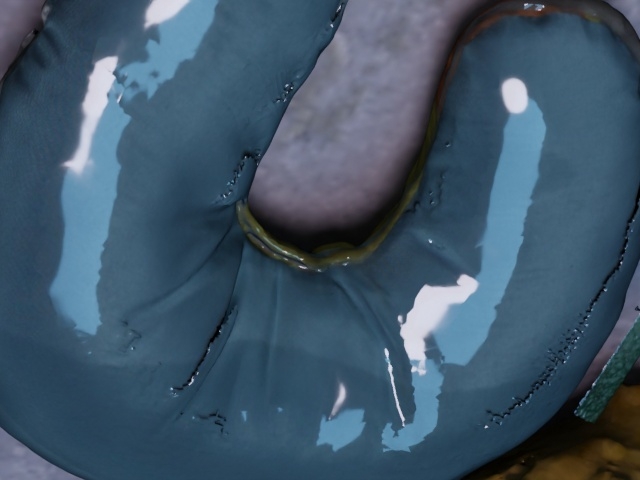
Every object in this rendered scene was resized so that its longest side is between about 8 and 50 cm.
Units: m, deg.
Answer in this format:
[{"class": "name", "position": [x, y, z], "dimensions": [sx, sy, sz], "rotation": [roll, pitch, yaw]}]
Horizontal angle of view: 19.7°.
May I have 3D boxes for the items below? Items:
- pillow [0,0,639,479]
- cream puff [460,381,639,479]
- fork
[{"class": "pillow", "position": [0.000, 0.000, 0.578], "dimensions": [0.233, 0.086, 0.214], "rotation": [17, 115, -28]}, {"class": "cream puff", "position": [0.098, 0.130, 0.671], "dimensions": [0.189, 0.129, 0.189], "rotation": [-12, 143, -9]}, {"class": "fork", "position": [0.147, -0.041, 0.606], "dimensions": [0.039, 0.021, 0.235], "rotation": [28, 102, -27]}]
